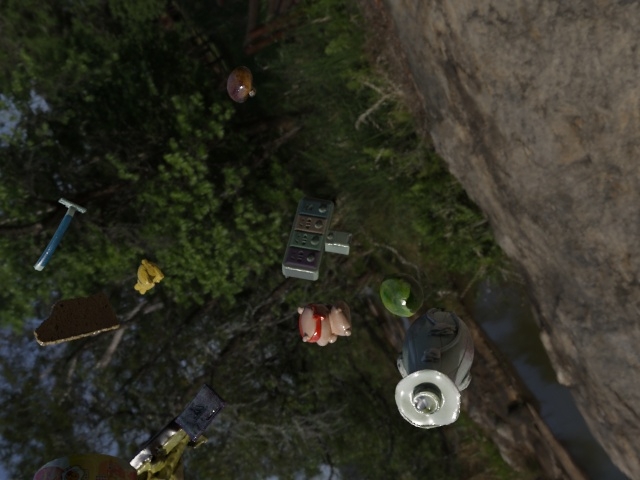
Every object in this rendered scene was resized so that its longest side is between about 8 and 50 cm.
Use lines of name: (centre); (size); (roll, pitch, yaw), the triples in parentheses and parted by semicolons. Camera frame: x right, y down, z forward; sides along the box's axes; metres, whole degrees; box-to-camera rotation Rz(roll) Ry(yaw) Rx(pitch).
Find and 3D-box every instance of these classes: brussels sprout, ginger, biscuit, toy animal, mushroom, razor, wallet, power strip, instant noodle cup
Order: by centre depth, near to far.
instant noodle cup: (-0.464, 0.557, 1.185); (0.200, 0.264, 0.264); (-102, -7, -46)
power strip: (0.000, 0.000, 1.444); (0.061, 0.145, 0.216); (90, -168, -56)
razor: (-0.664, -0.009, 1.524); (0.068, 0.191, 0.037); (31, 176, -35)
biscuit: (-0.704, 0.223, 1.729); (0.131, 0.237, 0.026); (51, 130, 26)
toy animal: (-0.558, 0.123, 1.934); (0.083, 0.070, 0.159); (54, 144, 6)
wallet: (-0.404, 0.579, 2.047); (0.111, 0.166, 0.030); (36, 171, 32)
mushroom: (-0.277, -0.545, 2.114); (0.127, 0.087, 0.127); (2, 93, 53)
brussels sprout: (0.298, 0.200, 2.197); (0.180, 0.161, 0.144); (45, -138, -35)
toy animal: (0.016, 0.304, 2.252); (0.171, 0.197, 0.171); (-10, -90, -84)
ginger: (-0.559, 0.830, 2.282); (0.211, 0.413, 0.358); (46, -164, 6)

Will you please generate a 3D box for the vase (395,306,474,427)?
vase: (0.353, 0.385, 1.874); (0.250, 0.250, 0.445); (65, -158, -10)
